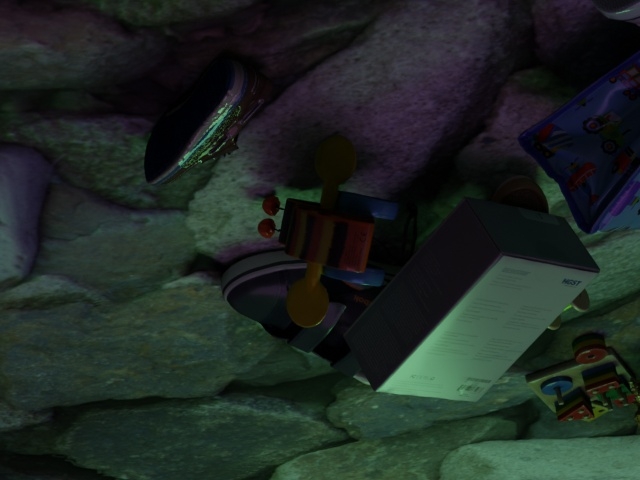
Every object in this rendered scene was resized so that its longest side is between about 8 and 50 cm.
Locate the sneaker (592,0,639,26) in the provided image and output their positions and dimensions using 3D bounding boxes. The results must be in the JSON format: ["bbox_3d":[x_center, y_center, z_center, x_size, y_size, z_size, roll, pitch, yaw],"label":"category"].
[{"bbox_3d":[0.372,-0.278,1.487,0.258,0.094,0.091,-23,162,32],"label":"sneaker"}]

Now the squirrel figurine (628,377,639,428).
[{"bbox_3d":[0.644,0.240,2.244,0.397,0.281,0.370,-15,143,3],"label":"squirrel figurine"}]

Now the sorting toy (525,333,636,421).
[{"bbox_3d":[0.385,0.221,2.342,0.132,0.046,0.274,-21,148,18],"label":"sorting toy"}]

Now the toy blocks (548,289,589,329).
[{"bbox_3d":[0.253,0.091,2.078,0.123,0.054,0.148,22,137,-41],"label":"toy blocks"}]

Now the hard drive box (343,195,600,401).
[{"bbox_3d":[0.170,0.071,1.818,0.181,0.089,0.232,11,130,-44],"label":"hard drive box"}]

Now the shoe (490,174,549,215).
[{"bbox_3d":[0.222,-0.017,1.889,0.077,0.058,0.219,-18,148,-5],"label":"shoe"}]

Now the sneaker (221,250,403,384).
[{"bbox_3d":[0.038,0.095,1.958,0.321,0.127,0.126,6,147,-23],"label":"sneaker"}]

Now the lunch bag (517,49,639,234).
[{"bbox_3d":[0.385,-0.150,1.635,0.221,0.138,0.293,-3,143,-47],"label":"lunch bag"}]

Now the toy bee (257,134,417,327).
[{"bbox_3d":[0.000,0.000,1.757,0.162,0.195,0.298,11,163,12],"label":"toy bee"}]

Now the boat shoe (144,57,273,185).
[{"bbox_3d":[-0.113,-0.109,1.630,0.066,0.066,0.183,13,143,-35],"label":"boat shoe"}]
